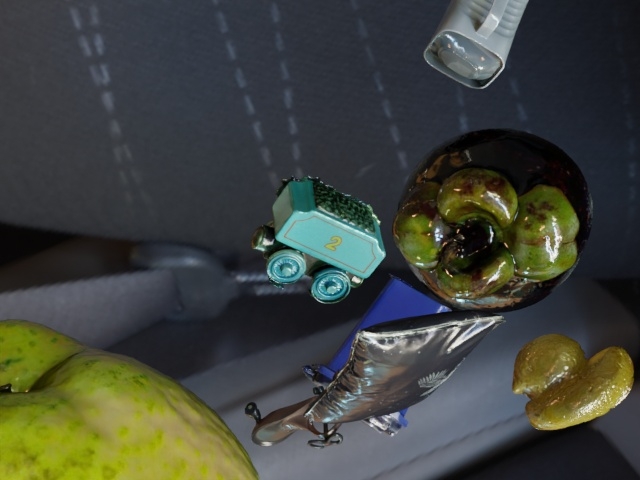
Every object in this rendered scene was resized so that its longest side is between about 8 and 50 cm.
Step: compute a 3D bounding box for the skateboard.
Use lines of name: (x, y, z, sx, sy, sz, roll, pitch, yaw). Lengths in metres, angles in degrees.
skateboard: (-0.026, 0.246, 1.523, 0.067, 0.151, 0.080, 43, -147, -46)

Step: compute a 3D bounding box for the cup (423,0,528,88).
cup: (0.205, -0.279, 1.440, 0.095, 0.129, 0.128, 27, 156, -6)

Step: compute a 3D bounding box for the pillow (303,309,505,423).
pillow: (0.072, 0.119, 1.067, 0.208, 0.141, 0.055, 119, 140, -59)

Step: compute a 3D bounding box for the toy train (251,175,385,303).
toy train: (0.000, 0.000, 1.824, 0.163, 0.203, 0.112, -52, 29, 29)

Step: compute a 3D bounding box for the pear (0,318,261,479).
pear: (-0.213, 0.244, 0.861, 0.391, 0.391, 0.391, 41, 146, 36)

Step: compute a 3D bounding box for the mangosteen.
mangosteen: (0.191, -0.022, 1.264, 0.243, 0.243, 0.243, 41, 146, 36)

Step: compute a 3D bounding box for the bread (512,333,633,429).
bread: (0.389, 0.211, 1.763, 0.149, 0.187, 0.065, 68, -165, 7)

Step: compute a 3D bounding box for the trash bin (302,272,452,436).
trash bin: (0.104, 0.186, 1.897, 0.184, 0.234, 0.162, 30, 173, 17)
